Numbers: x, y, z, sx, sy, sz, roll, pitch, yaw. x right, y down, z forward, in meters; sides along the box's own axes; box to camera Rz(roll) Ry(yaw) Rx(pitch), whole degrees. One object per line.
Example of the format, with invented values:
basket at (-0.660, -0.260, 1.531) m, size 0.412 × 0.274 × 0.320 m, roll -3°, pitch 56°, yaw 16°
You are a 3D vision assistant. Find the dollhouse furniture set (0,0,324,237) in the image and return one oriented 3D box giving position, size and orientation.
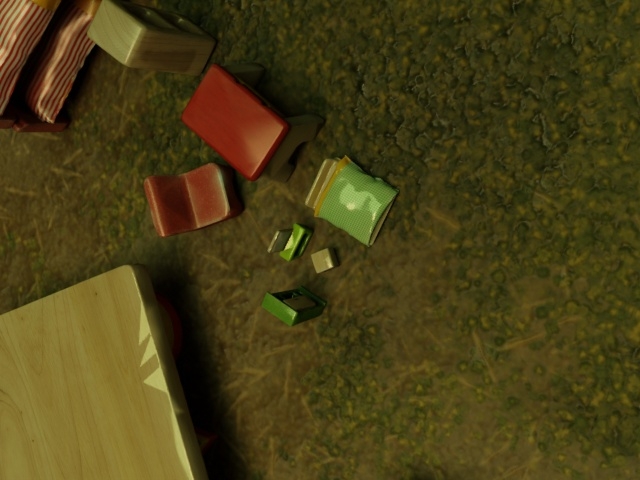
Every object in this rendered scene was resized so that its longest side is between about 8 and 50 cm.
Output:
dollhouse furniture set at (-0.210, -0.143, 0.970) m, size 0.374 × 0.152 × 0.201 m, roll 42°, pitch 112°, yaw 20°

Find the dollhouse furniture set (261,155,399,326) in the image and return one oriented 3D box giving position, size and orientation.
dollhouse furniture set at (0.000, 0.000, 0.916) m, size 0.076 × 0.058 × 0.152 m, roll 33°, pitch 109°, yaw 23°

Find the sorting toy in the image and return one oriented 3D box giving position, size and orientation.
sorting toy at (-0.226, 0.179, 1.039) m, size 0.255 × 0.089 × 0.257 m, roll -20°, pitch 83°, yaw 29°
